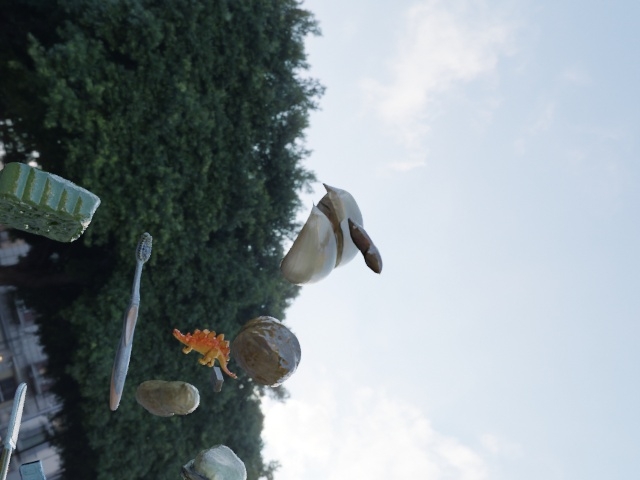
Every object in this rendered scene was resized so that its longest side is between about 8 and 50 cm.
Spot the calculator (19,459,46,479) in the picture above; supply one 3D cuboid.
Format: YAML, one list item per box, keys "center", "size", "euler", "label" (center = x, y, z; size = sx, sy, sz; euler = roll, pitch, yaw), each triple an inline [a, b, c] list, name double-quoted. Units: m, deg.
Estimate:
- center: [-0.645, 0.590, 1.191]
  size: [0.018, 0.057, 0.171]
  euler: [18, 56, -82]
  label: "calculator"

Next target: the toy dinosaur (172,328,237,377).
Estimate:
- center: [-0.369, 0.364, 1.765]
  size: [0.288, 0.117, 0.070]
  euler: [38, -9, -22]
  label: "toy dinosaur"

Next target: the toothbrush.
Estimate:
- center: [-0.396, 0.168, 1.086]
  size: [0.037, 0.028, 0.375]
  euler: [12, -90, 54]
  label: "toothbrush"

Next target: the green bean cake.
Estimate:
- center: [-0.735, -0.092, 1.388]
  size: [0.222, 0.248, 0.124]
  euler: [-26, -125, 48]
  label: "green bean cake"

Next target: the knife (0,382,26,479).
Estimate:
- center: [-0.801, 0.516, 1.341]
  size: [0.061, 0.027, 0.343]
  euler: [104, -20, -46]
  label: "knife"

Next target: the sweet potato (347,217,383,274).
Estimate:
- center: [0.128, 0.015, 1.474]
  size: [0.051, 0.065, 0.218]
  euler: [-37, -131, 12]
  label: "sweet potato"

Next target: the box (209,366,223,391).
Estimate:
- center: [-0.377, 0.503, 1.889]
  size: [0.083, 0.024, 0.053]
  euler: [43, -63, 61]
  label: "box"

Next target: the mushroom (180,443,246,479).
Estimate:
- center: [-0.325, 0.771, 1.701]
  size: [0.190, 0.164, 0.266]
  euler: [17, -48, 27]
  label: "mushroom"

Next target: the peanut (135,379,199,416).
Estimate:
- center: [-0.385, 0.395, 1.322]
  size: [0.214, 0.100, 0.099]
  euler: [-16, -90, 35]
  label: "peanut"

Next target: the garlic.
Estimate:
- center: [0.000, 0.000, 1.654]
  size: [0.313, 0.286, 0.249]
  euler: [-53, -130, 38]
  label: "garlic"

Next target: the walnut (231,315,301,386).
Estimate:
- center: [-0.154, 0.332, 1.563]
  size: [0.213, 0.213, 0.213]
  euler: [26, -56, 47]
  label: "walnut"
